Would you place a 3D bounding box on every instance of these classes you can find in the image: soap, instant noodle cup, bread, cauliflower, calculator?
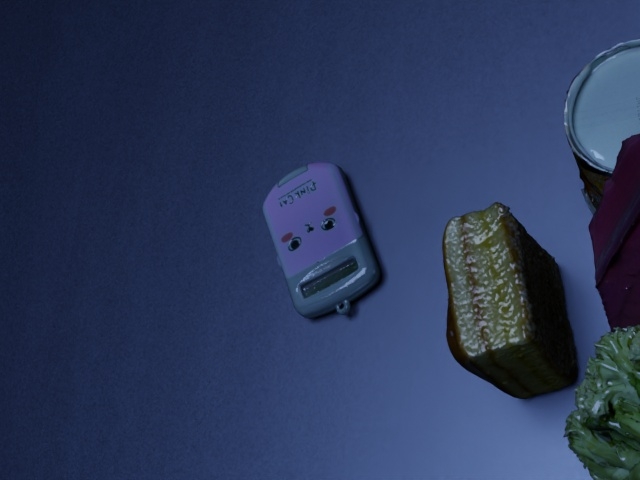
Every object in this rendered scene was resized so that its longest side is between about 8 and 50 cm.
[{"bbox_3d":[0.411,-0.002,1.257,0.220,0.325,0.127,15,46,-3],"label":"soap"},{"bbox_3d":[0.404,-0.126,1.382,0.230,0.182,0.230,-10,68,26],"label":"instant noodle cup"},{"bbox_3d":[0.224,0.082,1.372,0.110,0.234,0.184,-16,64,22],"label":"bread"},{"bbox_3d":[0.385,0.215,1.210,0.272,0.250,0.275,-11,111,26],"label":"cauliflower"},{"bbox_3d":[0.000,0.000,1.647,0.141,0.045,0.246,-28,61,18],"label":"calculator"}]
